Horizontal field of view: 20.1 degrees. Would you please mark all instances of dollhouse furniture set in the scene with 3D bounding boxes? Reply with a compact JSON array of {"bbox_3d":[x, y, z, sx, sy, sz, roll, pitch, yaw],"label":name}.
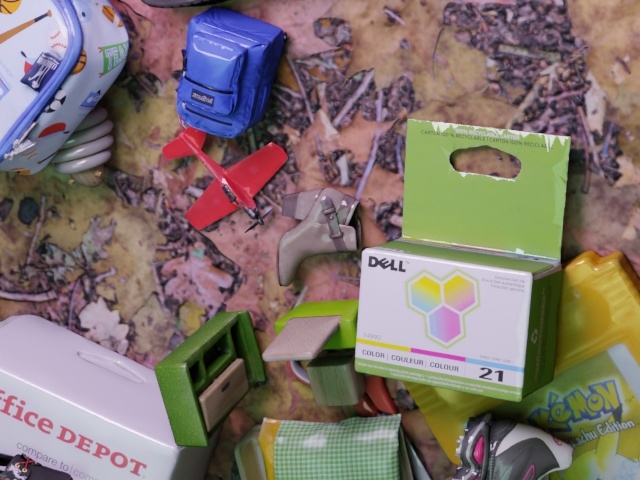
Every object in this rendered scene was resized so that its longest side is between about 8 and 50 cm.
[{"bbox_3d":[-0.025,0.233,1.953,0.197,0.151,0.301,-5,111,26],"label":"dollhouse furniture set"}]

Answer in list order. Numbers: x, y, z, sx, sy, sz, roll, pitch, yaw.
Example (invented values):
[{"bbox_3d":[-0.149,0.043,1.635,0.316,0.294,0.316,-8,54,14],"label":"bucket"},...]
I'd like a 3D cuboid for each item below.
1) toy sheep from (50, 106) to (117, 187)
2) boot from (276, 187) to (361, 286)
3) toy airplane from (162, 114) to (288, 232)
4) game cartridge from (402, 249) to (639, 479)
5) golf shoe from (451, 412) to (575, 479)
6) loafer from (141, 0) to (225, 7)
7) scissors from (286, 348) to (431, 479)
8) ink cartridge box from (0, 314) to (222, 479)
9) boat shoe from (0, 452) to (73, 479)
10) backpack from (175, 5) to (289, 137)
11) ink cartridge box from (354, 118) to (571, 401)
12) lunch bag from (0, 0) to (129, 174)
[{"bbox_3d":[-0.266,-0.120,1.968,0.091,0.091,0.132,-14,103,25],"label":"toy sheep"},{"bbox_3d":[0.000,0.000,1.938,0.087,0.042,0.118,9,112,15],"label":"boot"},{"bbox_3d":[-0.109,-0.075,1.958,0.151,0.028,0.151,8,112,19],"label":"toy airplane"},{"bbox_3d":[0.270,0.198,1.901,0.285,0.053,0.324,-31,97,27],"label":"game cartridge"},{"bbox_3d":[0.187,0.318,1.896,0.120,0.105,0.273,11,112,10],"label":"golf shoe"},{"bbox_3d":[-0.087,-0.290,1.852,0.220,0.080,0.078,-12,94,19],"label":"loafer"},{"bbox_3d":[0.080,0.196,1.989,0.297,0.021,0.109,46,118,1],"label":"scissors"},{"bbox_3d":[-0.315,0.325,2.078,0.285,0.166,0.395,23,107,10],"label":"ink cartridge box"},{"bbox_3d":[-0.326,0.253,1.950,0.133,0.049,0.042,6,110,20],"label":"boat shoe"},{"bbox_3d":[-0.105,-0.169,1.884,0.098,0.101,0.120,24,122,17],"label":"backpack"},{"bbox_3d":[0.143,0.016,1.829,0.189,0.097,0.255,8,102,26],"label":"ink cartridge box"},{"bbox_3d":[-0.351,-0.220,1.904,0.243,0.115,0.303,-46,67,25],"label":"lunch bag"}]
